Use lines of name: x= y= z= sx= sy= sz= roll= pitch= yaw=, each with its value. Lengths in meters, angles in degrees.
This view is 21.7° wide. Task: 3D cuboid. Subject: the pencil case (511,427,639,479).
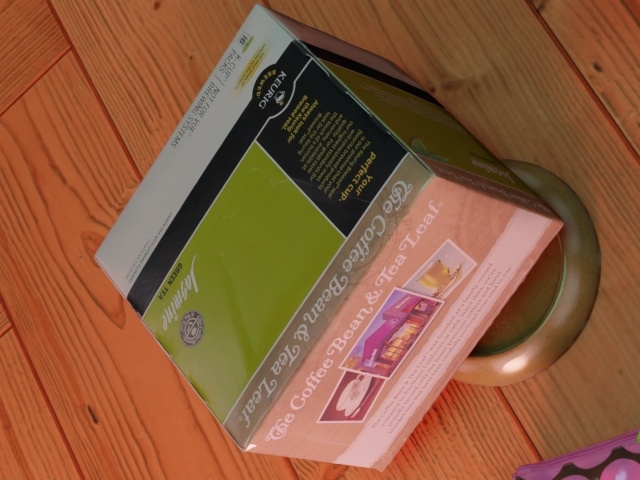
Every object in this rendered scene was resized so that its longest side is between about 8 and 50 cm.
pencil case: x=0.275 y=0.228 z=1.562 sx=0.209 sy=0.095 sz=0.098 roll=-24 pitch=104 yaw=25

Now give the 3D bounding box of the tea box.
tea box: x=0.000 y=0.000 z=1.670 sx=0.329 sy=0.220 sz=0.323 roll=-55 pitch=49 yaw=17

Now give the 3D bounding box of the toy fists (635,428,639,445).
toy fists: x=0.412 y=0.127 z=1.449 sx=0.279 sy=0.096 sz=0.142 roll=-43 pitch=66 yaw=-14

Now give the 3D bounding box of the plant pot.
plant pot: x=0.170 y=0.030 z=1.702 sx=0.236 sy=0.032 sz=0.236 roll=-6 pitch=78 yaw=31
